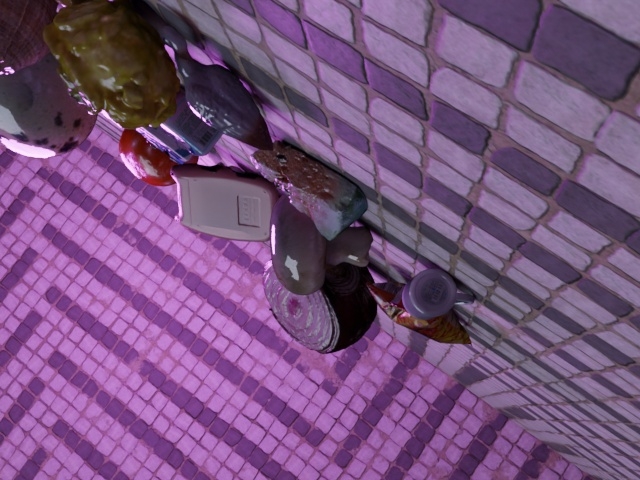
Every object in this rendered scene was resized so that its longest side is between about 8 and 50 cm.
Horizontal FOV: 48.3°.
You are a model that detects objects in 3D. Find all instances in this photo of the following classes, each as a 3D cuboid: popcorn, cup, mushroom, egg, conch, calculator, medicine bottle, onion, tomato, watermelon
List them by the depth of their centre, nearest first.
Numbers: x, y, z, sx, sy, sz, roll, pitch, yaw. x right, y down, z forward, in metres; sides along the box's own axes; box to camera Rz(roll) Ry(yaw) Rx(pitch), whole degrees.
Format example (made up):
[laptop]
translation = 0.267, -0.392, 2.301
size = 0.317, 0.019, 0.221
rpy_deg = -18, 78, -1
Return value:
[popcorn]
translation = -0.347, -0.319, 1.229
size = 0.266, 0.192, 0.233
rpy_deg = 59, -166, 13
[watermelon]
translation = -0.028, -0.114, 1.376
size = 0.241, 0.094, 0.154
rpy_deg = 37, 166, 12
[conch]
translation = -0.635, -0.459, 1.461
size = 0.297, 0.209, 0.352
rpy_deg = 116, 139, -55
[cup]
translation = 0.245, 0.108, 1.501
size = 0.133, 0.136, 0.099
rpy_deg = 86, 164, -80
[medicine bottle]
translation = -0.311, -0.275, 1.565
size = 0.188, 0.094, 0.119
rpy_deg = 39, 173, -23
[mushroom]
translation = 0.000, 0.000, 1.569
size = 0.243, 0.244, 0.243
rpy_deg = 36, 173, 5
[calculator]
translation = -0.255, -0.097, 1.923
size = 0.329, 0.220, 0.048
rpy_deg = 9, -150, 14
[onion]
translation = 0.020, 0.137, 2.029
size = 0.336, 0.260, 0.282
rpy_deg = 42, 139, 22
[tomato]
translation = -0.471, -0.254, 2.081
size = 0.232, 0.189, 0.232
rpy_deg = 33, 173, 4
[egg]
translation = -0.845, -0.433, 2.090
size = 0.345, 0.345, 0.428
rpy_deg = 32, 168, 29

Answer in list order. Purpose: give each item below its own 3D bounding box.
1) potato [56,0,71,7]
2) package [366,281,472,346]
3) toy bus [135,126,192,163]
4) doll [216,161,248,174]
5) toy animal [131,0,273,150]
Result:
[potato]
translation = -0.480, -0.464, 1.363
size = 0.045, 0.047, 0.092
rpy_deg = -16, 157, 23
[package]
translation = 0.259, 0.185, 1.819
size = 0.223, 0.108, 0.288
rpy_deg = 25, 175, 34
[toy bus]
translation = -0.450, -0.325, 1.880
size = 0.297, 0.106, 0.131
rpy_deg = 37, 171, -22
[doll]
translation = -0.183, -0.106, 1.994
size = 0.117, 0.141, 0.296
rpy_deg = -23, 117, 32
[toy animal]
translation = -0.179, -0.243, 1.173
size = 0.195, 0.090, 0.324
rpy_deg = 38, 175, 27
